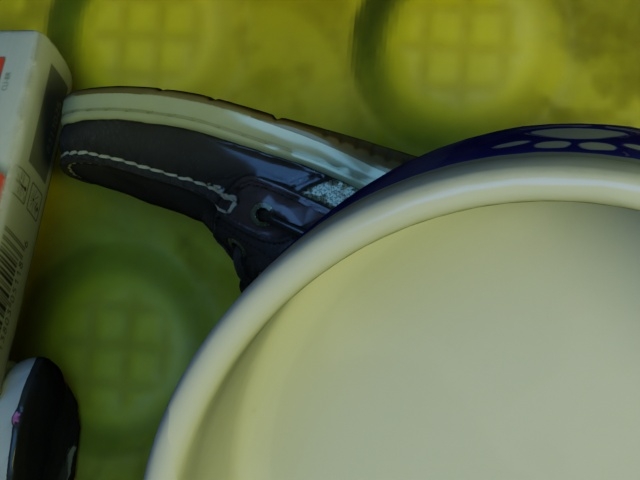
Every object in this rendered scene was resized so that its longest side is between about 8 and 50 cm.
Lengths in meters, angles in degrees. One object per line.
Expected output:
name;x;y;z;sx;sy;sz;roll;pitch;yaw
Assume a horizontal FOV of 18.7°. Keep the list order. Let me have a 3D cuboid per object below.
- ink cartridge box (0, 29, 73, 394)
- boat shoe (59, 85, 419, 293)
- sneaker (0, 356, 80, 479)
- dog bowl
ink cartridge box;-0.197;-0.014;0.761;0.179;0.045;0.145;2;64;14
boat shoe;0.001;0.000;0.714;0.223;0.080;0.073;15;82;11
sneaker;-0.147;0.131;0.748;0.077;0.072;0.178;4;72;20
dog bowl;0.080;0.097;0.629;0.265;0.104;0.265;2;103;11
